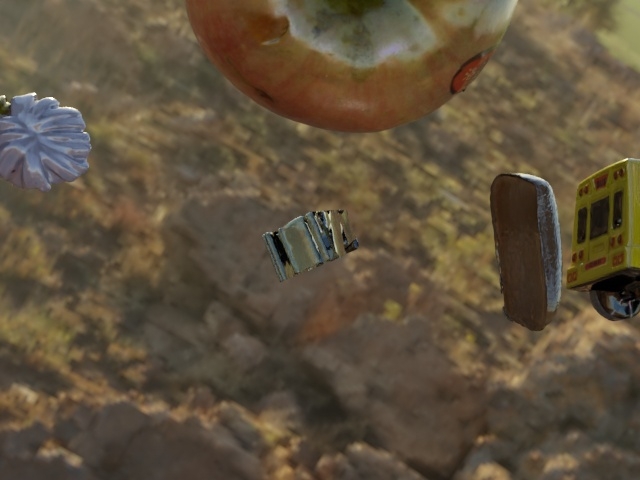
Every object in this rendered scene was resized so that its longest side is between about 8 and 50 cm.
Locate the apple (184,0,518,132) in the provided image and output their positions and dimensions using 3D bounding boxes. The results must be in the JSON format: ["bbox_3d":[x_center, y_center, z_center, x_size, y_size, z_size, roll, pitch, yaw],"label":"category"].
[{"bbox_3d":[0.035,-0.324,1.558,0.391,0.391,0.346,26,15,-13],"label":"apple"}]

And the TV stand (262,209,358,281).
[{"bbox_3d":[0.000,0.000,1.045,0.249,0.042,0.036,-17,83,-82],"label":"TV stand"}]

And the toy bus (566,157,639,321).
[{"bbox_3d":[0.422,0.012,1.398,0.331,0.151,0.145,8,-15,-16],"label":"toy bus"}]

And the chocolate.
[{"bbox_3d":[0.136,0.005,0.883,0.031,0.101,0.064,-10,6,-16],"label":"chocolate"}]

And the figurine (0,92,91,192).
[{"bbox_3d":[-0.235,-0.075,0.786,0.174,0.240,0.115,-22,22,-31],"label":"figurine"}]
